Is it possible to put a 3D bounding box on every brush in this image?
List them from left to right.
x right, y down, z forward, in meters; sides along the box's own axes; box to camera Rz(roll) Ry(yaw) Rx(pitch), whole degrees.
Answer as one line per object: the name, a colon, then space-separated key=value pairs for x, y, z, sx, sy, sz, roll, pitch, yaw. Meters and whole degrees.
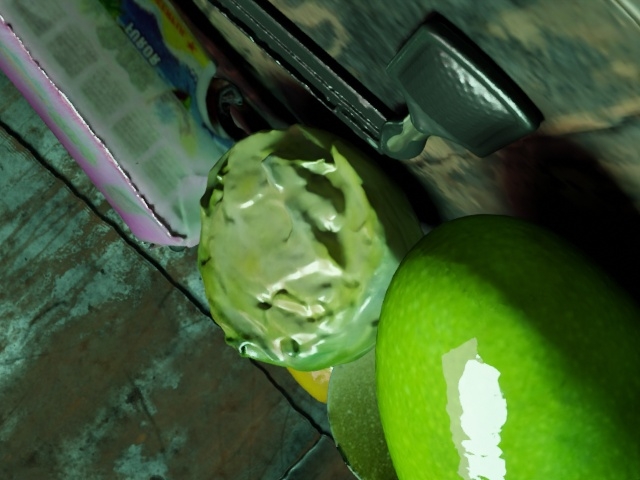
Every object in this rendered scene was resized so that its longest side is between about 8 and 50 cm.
brush: x=0.051 y=-0.057 z=0.589 sx=0.063 sy=0.016 sz=0.193 roll=45 pitch=173 yaw=-2

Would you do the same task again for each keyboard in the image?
keyboard: x=-0.033 y=-0.121 z=0.714 sx=0.198 sy=0.010 sz=0.063 roll=42 pitch=171 yaw=8

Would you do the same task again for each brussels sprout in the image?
brussels sprout: x=0.002 y=0.002 z=0.810 sx=0.149 sy=0.151 sz=0.122 roll=12 pitch=-170 yaw=26

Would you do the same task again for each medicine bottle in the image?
medicine bottle: x=0.106 y=0.159 z=1.018 sx=0.151 sy=0.151 sz=0.322 roll=41 pitch=173 yaw=20

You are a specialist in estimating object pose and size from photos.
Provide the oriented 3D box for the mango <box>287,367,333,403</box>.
mango: x=0.013 y=0.104 z=1.420 sx=0.176 sy=0.119 sz=0.317 roll=42 pitch=-178 yaw=-8

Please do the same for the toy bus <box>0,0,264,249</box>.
toy bus: x=-0.138 y=-0.117 z=0.839 sx=0.090 sy=0.112 sz=0.274 roll=6 pitch=139 yaw=53

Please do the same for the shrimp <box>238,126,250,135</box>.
shrimp: x=-0.007 y=-0.033 z=0.966 sx=0.217 sy=0.051 sz=0.150 roll=38 pitch=172 yaw=-18

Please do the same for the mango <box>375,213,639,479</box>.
mango: x=0.116 y=0.109 z=0.612 sx=0.192 sy=0.156 sz=0.343 roll=59 pitch=-178 yaw=43
